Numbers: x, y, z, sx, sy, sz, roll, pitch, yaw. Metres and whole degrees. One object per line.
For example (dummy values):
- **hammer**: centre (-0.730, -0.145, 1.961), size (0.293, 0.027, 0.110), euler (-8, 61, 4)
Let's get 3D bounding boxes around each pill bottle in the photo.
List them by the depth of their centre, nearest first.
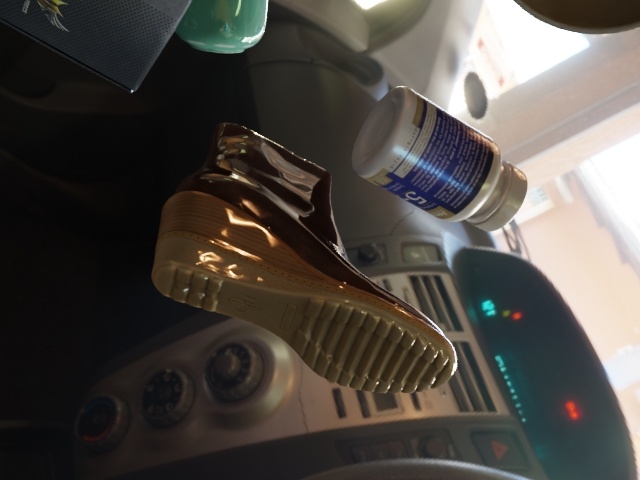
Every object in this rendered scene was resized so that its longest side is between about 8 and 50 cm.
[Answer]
- **pill bottle**: centre (0.141, -0.086, 0.735), size (0.187, 0.112, 0.112), euler (26, 30, -19)

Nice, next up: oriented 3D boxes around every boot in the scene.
- **boot**: centre (0.000, 0.000, 0.524), size (0.248, 0.090, 0.207), euler (24, 38, -9)

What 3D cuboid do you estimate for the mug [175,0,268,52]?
- **mug**: centre (-0.151, -0.312, 0.866), size (0.129, 0.158, 0.097), euler (-64, 163, -64)

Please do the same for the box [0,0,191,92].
- **box**: centre (-0.160, -0.221, 0.418), size (0.183, 0.233, 0.059), euler (27, 55, -24)

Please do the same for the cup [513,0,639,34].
- **cup**: centre (0.400, -0.461, 0.812), size (0.237, 0.331, 0.331), euler (-36, 100, -37)
